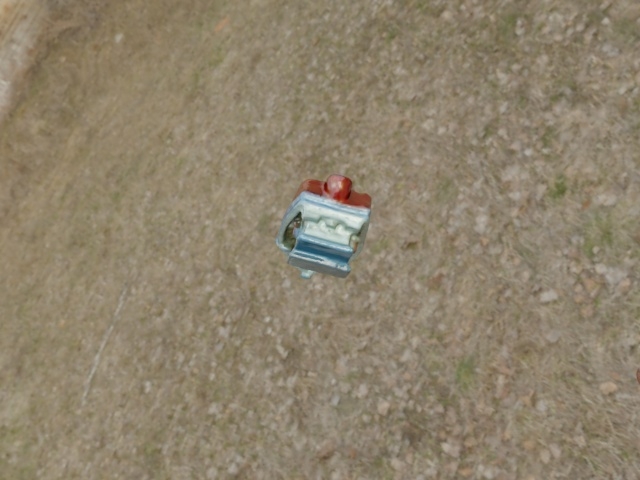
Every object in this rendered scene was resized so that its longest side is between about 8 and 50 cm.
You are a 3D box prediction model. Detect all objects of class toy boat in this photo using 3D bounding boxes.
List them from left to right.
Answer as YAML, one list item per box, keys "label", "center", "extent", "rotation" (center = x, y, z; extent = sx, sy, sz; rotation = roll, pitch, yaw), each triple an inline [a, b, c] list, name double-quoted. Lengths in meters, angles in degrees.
- label: "toy boat"
  center: [0.000, 0.000, 0.580]
  extent: [0.173, 0.069, 0.059]
  rotation: [122, 162, -75]

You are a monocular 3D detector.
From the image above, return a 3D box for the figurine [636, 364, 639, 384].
- label: "figurine"
  center: [0.476, 0.175, 0.782]
  extent: [0.161, 0.158, 0.275]
  rotation: [-47, 30, 10]
